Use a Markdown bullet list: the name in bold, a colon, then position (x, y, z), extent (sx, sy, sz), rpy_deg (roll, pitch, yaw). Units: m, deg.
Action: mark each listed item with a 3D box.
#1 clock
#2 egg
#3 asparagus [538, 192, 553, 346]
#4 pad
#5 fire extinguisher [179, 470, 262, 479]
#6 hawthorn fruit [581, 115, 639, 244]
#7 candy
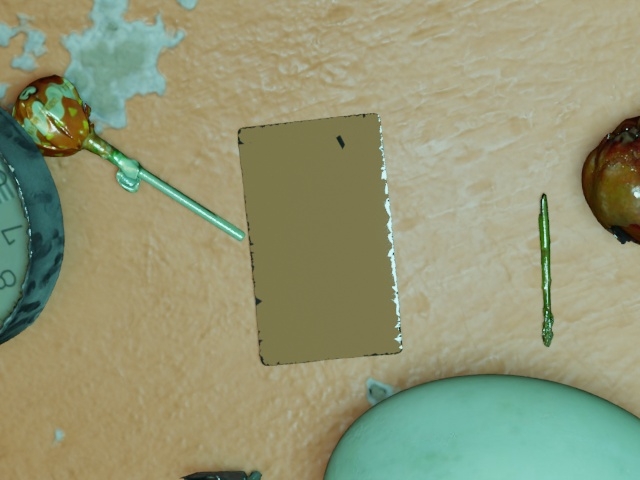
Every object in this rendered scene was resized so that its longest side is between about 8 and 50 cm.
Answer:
- **clock**: position (-0.426, -0.018, 1.396), extent (0.312, 0.061, 0.313), rpy_deg (4, 104, 17)
- **egg**: position (0.193, 0.272, 1.278), extent (0.388, 0.276, 0.276), rpy_deg (10, 96, 4)
- **asparagus**: position (0.241, 0.032, 1.385), extent (0.016, 0.013, 0.166), rpy_deg (-7, 97, -35)
- **pad**: position (0.000, 0.000, 1.414), extent (0.159, 0.009, 0.265), rpy_deg (-5, 93, 7)
- **fire extinguisher**: position (-0.047, 0.331, 1.397), extent (0.075, 0.106, 0.252), rpy_deg (-39, 90, 28)
- **hawthorn fruit**: position (0.349, -0.049, 1.308), extent (0.148, 0.148, 0.172), rpy_deg (-35, 109, 8)
- **candy**: position (-0.204, -0.082, 1.410), extent (0.287, 0.078, 0.084), rpy_deg (31, 60, -6)
